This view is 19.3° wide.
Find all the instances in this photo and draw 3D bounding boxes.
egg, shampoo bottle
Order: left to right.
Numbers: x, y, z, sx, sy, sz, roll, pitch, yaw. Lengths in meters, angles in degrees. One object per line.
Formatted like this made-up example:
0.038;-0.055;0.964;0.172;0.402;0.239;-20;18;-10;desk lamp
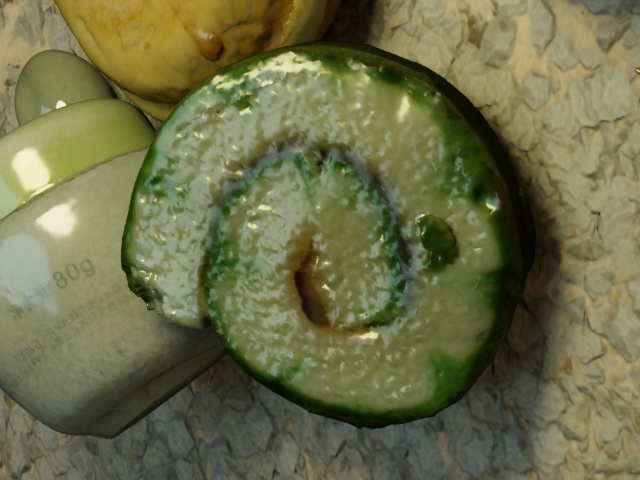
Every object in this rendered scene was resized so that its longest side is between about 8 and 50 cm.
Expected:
-0.294;-0.153;2.167;0.114;0.114;0.152;-51;61;39;egg
-0.234;0.035;1.989;0.322;0.322;0.317;-44;73;42;shampoo bottle

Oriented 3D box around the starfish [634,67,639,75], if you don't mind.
0.338;-0.186;1.540;0.238;0.057;0.213;-43;59;41;starfish

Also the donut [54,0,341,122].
-0.137;-0.333;1.908;0.449;0.198;0.448;10;103;45;donut

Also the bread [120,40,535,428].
0.000;0.000;1.753;0.382;0.129;0.366;-16;95;16;bread
